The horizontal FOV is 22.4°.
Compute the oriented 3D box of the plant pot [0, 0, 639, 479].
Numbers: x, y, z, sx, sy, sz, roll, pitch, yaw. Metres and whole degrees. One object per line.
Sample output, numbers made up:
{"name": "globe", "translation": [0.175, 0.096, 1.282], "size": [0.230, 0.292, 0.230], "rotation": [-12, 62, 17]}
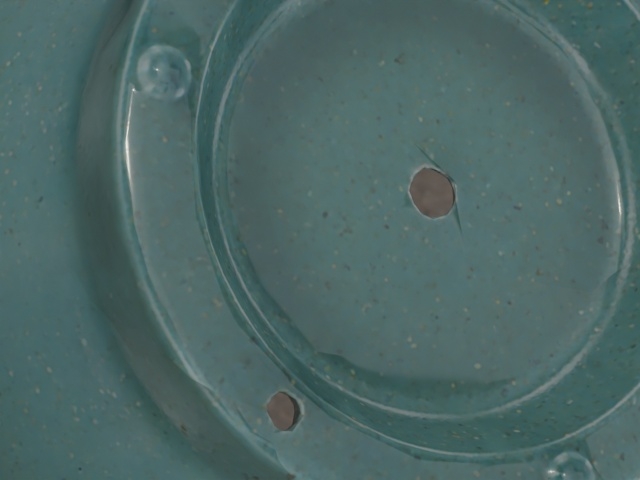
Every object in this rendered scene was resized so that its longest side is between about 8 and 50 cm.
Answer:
{"name": "plant pot", "translation": [0.000, 0.000, 0.467], "size": [0.293, 0.196, 0.293], "rotation": [5, 77, -22]}
